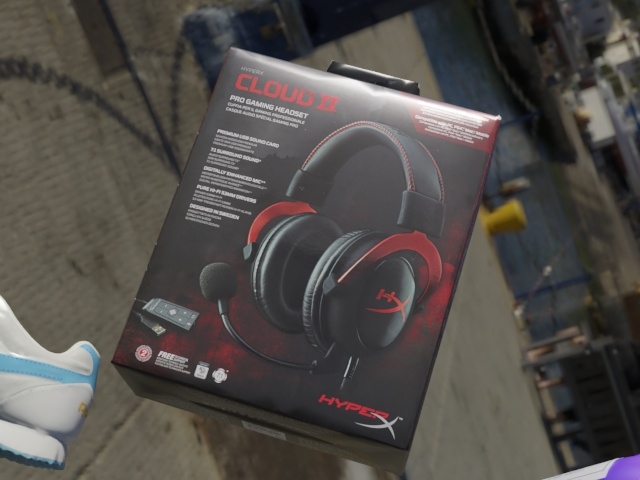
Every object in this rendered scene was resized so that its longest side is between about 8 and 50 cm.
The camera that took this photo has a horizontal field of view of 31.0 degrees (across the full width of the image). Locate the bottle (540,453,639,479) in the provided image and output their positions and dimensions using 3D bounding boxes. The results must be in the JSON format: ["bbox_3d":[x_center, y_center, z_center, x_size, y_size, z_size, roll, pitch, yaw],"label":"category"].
[{"bbox_3d":[0.154,0.159,0.531,0.092,0.283,0.118,8,64,-40],"label":"bottle"}]

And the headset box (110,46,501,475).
[{"bbox_3d":[0.000,0.000,0.871,0.110,0.218,0.293,87,21,-69],"label":"headset box"}]

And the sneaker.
[{"bbox_3d":[-0.257,0.068,0.751,0.228,0.087,0.092,27,69,-15],"label":"sneaker"}]
